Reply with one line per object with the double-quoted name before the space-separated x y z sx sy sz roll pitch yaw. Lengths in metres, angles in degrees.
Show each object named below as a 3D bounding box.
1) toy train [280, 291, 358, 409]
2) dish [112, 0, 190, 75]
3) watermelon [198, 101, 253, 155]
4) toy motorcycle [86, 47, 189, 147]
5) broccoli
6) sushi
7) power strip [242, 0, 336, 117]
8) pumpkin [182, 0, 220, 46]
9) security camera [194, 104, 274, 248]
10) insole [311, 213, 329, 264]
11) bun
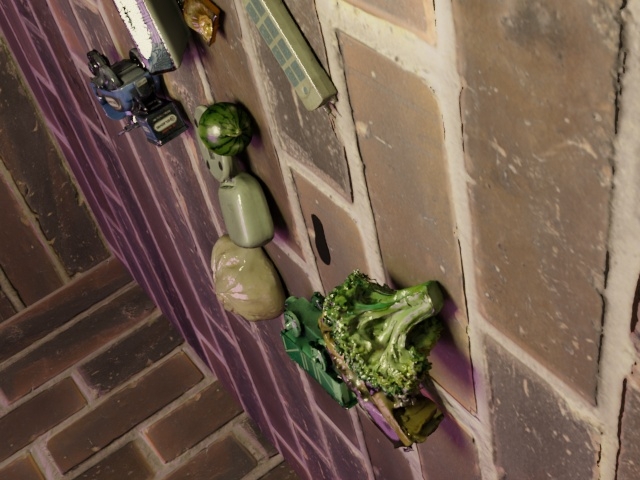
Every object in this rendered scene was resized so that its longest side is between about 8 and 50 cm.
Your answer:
"toy train" 0.007 0.215 1.826 0.269 0.115 0.154 36 147 46
"dish" -0.304 -0.424 1.609 0.182 0.080 0.243 12 129 64
"watermelon" -0.166 -0.199 1.610 0.109 0.109 0.109 49 160 24
"toy motorcycle" -0.434 -0.327 2.042 0.358 0.125 0.212 28 148 57
"broccoli" 0.112 0.122 1.362 0.194 0.194 0.219 103 155 -66
"sushi" 0.112 0.217 1.577 0.291 0.139 0.131 54 142 6
"power strip" -0.043 -0.268 1.275 0.227 0.029 0.080 58 162 -4
"pumpkin" -0.190 -0.372 1.484 0.101 0.035 0.073 51 150 27
"security camera" -0.171 -0.129 1.779 0.157 0.080 0.301 14 124 68
"insole" 0.000 0.000 1.659 0.045 0.002 0.135 41 157 37
"bun" -0.180 0.095 2.082 0.231 0.133 0.231 49 163 21
